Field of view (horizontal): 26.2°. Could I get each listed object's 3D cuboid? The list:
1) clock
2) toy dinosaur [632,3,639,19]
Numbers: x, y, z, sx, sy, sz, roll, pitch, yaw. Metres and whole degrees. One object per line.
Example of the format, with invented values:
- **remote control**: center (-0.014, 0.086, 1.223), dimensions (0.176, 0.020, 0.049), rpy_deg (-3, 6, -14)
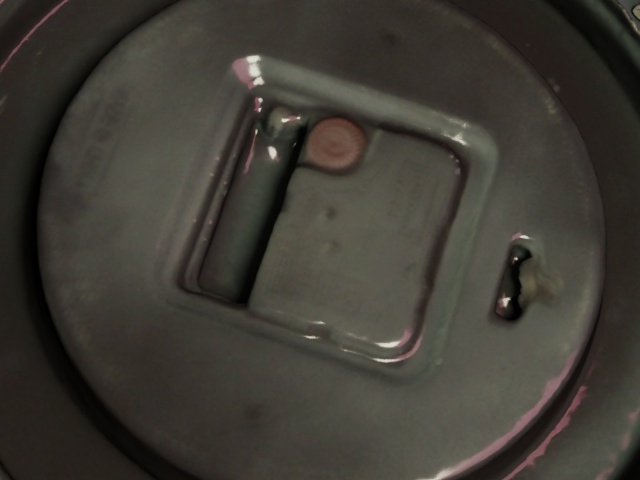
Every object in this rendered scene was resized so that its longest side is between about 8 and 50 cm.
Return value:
- **clock**: center (0.000, 0.000, 0.559), dimensions (0.325, 0.067, 0.325), rpy_deg (2, 70, -5)
- **toy dinosaur**: center (0.238, -0.196, 0.925), dimensions (0.220, 0.032, 0.108), rpy_deg (55, 51, -36)
